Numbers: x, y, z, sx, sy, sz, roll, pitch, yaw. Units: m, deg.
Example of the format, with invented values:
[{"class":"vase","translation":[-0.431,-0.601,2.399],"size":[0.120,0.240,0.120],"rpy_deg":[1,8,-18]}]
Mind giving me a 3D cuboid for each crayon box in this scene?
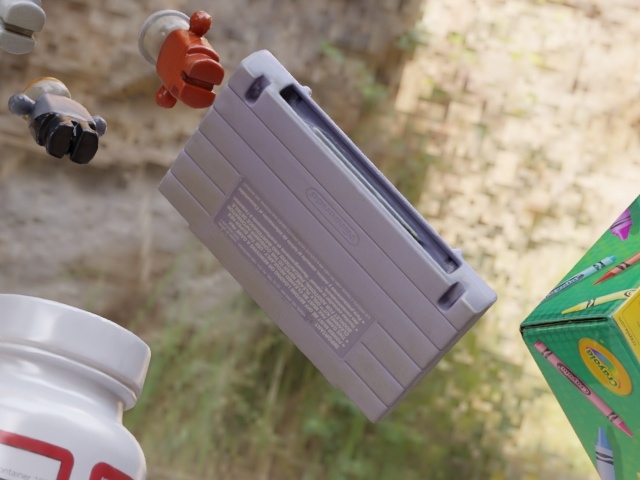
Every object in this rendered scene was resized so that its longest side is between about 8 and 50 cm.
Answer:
[{"class":"crayon box","translation":[0.258,0.118,1.226],"size":[0.081,0.278,0.165],"rpy_deg":[-11,25,49]}]

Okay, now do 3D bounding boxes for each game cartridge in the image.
[{"class":"game cartridge","translation":[0.000,0.000,1.994],"size":[0.355,0.230,0.068],"rpy_deg":[47,48,9]}]

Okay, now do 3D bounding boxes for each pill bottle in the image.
[{"class":"pill bottle","translation":[-0.287,0.265,1.688],"size":[0.229,0.408,0.229],"rpy_deg":[13,-19,5]}]

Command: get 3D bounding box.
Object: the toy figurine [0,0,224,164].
[{"class":"toy figurine","translation":[-0.214,-0.199,1.787],"size":[0.148,0.209,0.213],"rpy_deg":[53,-10,55]}]
